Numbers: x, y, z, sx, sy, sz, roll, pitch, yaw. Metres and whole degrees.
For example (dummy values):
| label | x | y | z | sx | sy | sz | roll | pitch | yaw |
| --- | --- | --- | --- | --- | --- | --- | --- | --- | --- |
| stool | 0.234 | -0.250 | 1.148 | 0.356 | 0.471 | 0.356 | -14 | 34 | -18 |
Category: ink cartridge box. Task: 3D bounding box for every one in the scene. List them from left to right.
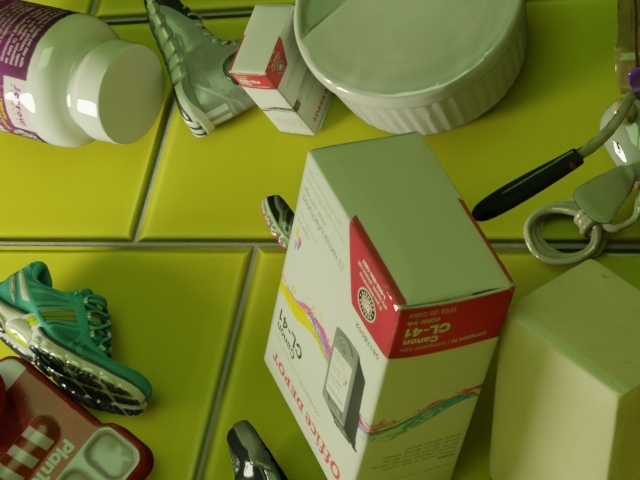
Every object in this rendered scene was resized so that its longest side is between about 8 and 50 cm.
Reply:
| label | x | y | z | sx | sy | sz | roll | pitch | yaw |
| --- | --- | --- | --- | --- | --- | --- | --- | --- | --- |
| ink cartridge box | -0.040 | -0.200 | 2.054 | 0.056 | 0.135 | 0.099 | 7 | 64 | 32 |
| ink cartridge box | 0.059 | 0.081 | 1.724 | 0.131 | 0.306 | 0.226 | -10 | 48 | -24 |

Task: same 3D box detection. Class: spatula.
| label | x | y | z | sx | sy | sz | roll | pitch | yaw |
| --- | --- | --- | --- | --- | --- | --- | --- | --- | --- |
| spatula | 0.275 | -0.105 | 1.755 | 0.296 | 0.084 | 0.030 | -36 | 52 | 10 |

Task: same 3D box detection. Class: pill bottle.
| label | x | y | z | sx | sy | sz | roll | pitch | yaw |
| --- | --- | --- | --- | --- | --- | --- | --- | --- | --- |
| pill bottle | -0.348 | -0.209 | 2.186 | 0.301 | 0.169 | 0.169 | 15 | 69 | 32 |

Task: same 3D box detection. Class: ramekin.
| label | x | y | z | sx | sy | sz | roll | pitch | yaw |
| --- | --- | --- | --- | --- | --- | --- | --- | --- | --- |
| ramekin | 0.114 | -0.243 | 2.002 | 0.273 | 0.127 | 0.273 | -9 | 60 | 15 |

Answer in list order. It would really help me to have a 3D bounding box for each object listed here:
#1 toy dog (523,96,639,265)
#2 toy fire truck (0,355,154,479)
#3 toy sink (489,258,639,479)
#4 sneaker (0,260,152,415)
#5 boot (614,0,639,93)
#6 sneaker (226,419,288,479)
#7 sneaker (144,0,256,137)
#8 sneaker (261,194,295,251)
| label | x | y | z | sx | sy | sz | roll | pitch | yaw |
| --- | --- | --- | --- | --- | --- | --- | --- | --- | --- |
| toy dog | 0.345 | -0.023 | 1.749 | 0.220 | 0.161 | 0.333 | -42 | 53 | -2 |
| toy fire truck | -0.363 | 0.282 | 1.923 | 0.254 | 0.169 | 0.302 | 36 | 82 | 17 |
| toy sink | 0.265 | 0.163 | 1.681 | 0.131 | 0.234 | 0.153 | -28 | 46 | -29 |
| sneaker | -0.285 | 0.105 | 2.017 | 0.275 | 0.107 | 0.110 | 33 | 70 | 36 |
| boot | 0.457 | -0.244 | 1.880 | 0.269 | 0.089 | 0.236 | -4 | 50 | 15 |
| sneaker | -0.081 | 0.297 | 1.811 | 0.130 | 0.087 | 0.227 | -25 | 59 | 3 |
| sneaker | -0.130 | -0.242 | 2.164 | 0.132 | 0.086 | 0.228 | -23 | 64 | 6 |
| sneaker | 0.000 | 0.000 | 1.964 | 0.075 | 0.063 | 0.170 | -40 | 58 | -1 |
